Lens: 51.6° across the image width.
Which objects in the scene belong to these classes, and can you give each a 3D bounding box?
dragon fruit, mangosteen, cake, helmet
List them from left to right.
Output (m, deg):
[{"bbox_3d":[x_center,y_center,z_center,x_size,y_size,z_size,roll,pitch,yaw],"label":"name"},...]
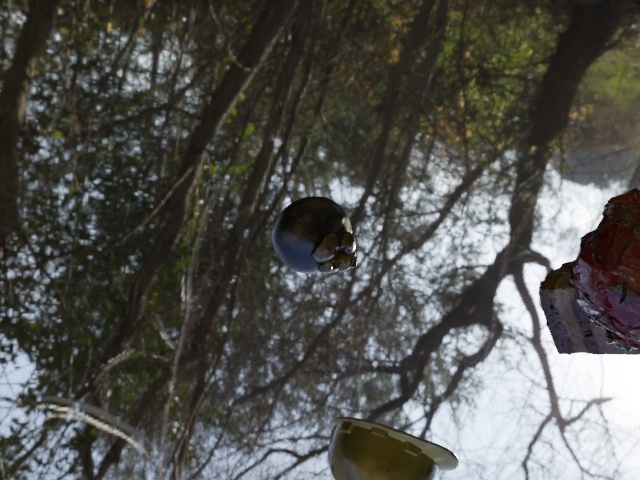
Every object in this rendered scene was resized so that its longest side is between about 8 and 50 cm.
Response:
[{"bbox_3d":[0.000,0.000,2.115,0.302,0.275,0.275,36,-152,32],"label":"mangosteen"},{"bbox_3d":[0.115,0.438,1.240,0.256,0.205,0.140,13,-120,22],"label":"helmet"},{"bbox_3d":[0.691,0.152,1.552,0.196,0.199,0.293,-23,-171,-35],"label":"cake"},{"bbox_3d":[0.607,0.065,1.296,0.244,0.299,0.244,-5,159,-2],"label":"dragon fruit"},{"bbox_3d":[0.748,-0.084,1.548,0.083,0.106,0.162,41,-175,-43],"label":"dragon fruit"}]
